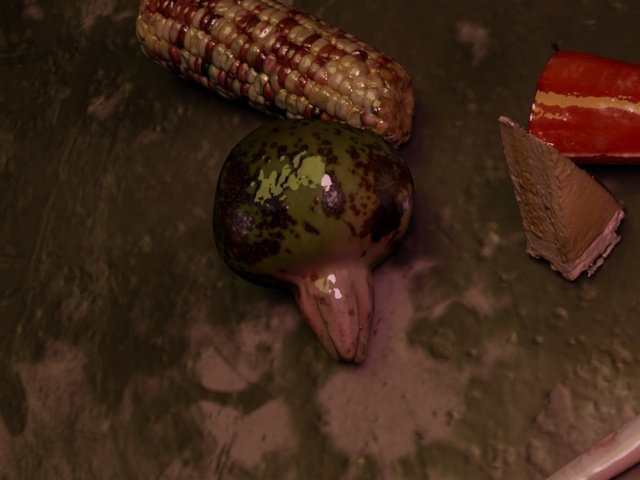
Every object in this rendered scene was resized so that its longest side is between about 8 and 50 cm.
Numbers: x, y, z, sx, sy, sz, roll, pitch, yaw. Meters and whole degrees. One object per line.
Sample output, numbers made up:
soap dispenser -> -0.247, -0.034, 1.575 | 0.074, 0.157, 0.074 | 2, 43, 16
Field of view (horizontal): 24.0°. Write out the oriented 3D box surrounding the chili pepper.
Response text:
chili pepper -> 0.221, -0.074, 0.969 | 0.169, 0.065, 0.088 | 11, 67, 26

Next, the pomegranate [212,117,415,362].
pomegranate -> -0.001, -0.004, 1.008 | 0.138, 0.163, 0.125 | -14, 15, 0

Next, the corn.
corn -> -0.031, -0.133, 1.106 | 0.253, 0.086, 0.086 | 26, 74, 34

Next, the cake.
cake -> 0.143, -0.029, 0.938 | 0.052, 0.121, 0.065 | 35, 87, 42

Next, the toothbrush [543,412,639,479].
toothbrush -> 0.129, 0.153, 0.889 | 0.307, 0.029, 0.025 | -33, 45, 3
